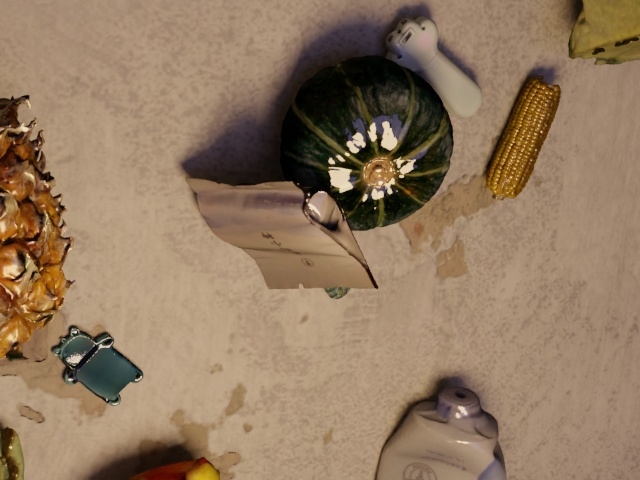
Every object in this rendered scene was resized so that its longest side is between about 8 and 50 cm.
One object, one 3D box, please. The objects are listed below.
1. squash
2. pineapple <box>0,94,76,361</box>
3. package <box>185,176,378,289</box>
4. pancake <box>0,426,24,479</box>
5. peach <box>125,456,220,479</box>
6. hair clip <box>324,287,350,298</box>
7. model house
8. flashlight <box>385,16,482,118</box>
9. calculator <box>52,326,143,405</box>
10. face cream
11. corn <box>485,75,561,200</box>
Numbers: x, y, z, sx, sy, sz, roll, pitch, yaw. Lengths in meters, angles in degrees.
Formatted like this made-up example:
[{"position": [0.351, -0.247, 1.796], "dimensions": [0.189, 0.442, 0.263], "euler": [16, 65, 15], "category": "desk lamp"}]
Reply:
[{"position": [0.065, -0.134, 1.632], "dimensions": [0.252, 0.165, 0.252], "euler": [-8, 124, -12], "category": "squash"}, {"position": [-0.456, -0.001, 1.318], "dimensions": [0.352, 0.352, 0.300], "euler": [-20, 112, -18], "category": "pineapple"}, {"position": [-0.049, -0.014, 1.614], "dimensions": [0.251, 0.204, 0.062], "euler": [53, 51, -42], "category": "package"}, {"position": [-0.522, 0.430, 1.589], "dimensions": [0.376, 0.197, 0.054], "euler": [-56, 160, -11], "category": "pancake"}, {"position": [-0.227, 0.487, 1.703], "dimensions": [0.281, 0.281, 0.338], "euler": [25, 99, -33], "category": "peach"}, {"position": [0.001, 0.001, 1.736], "dimensions": [0.066, 0.036, 0.229], "euler": [-38, 123, -16], "category": "hair clip"}, {"position": [0.511, -0.420, 1.725], "dimensions": [0.321, 0.261, 0.266], "euler": [-10, 91, -41], "category": "model house"}, {"position": [0.171, -0.253, 1.707], "dimensions": [0.200, 0.047, 0.093], "euler": [38, 92, -36], "category": "flashlight"}, {"position": [-0.324, 0.181, 1.661], "dimensions": [0.094, 0.019, 0.141], "euler": [-46, 122, -2], "category": "calculator"}, {"position": [0.197, 0.448, 1.956], "dimensions": [0.235, 0.137, 0.420], "euler": [14, 107, 12], "category": "face cream"}, {"position": [0.320, -0.159, 1.810], "dimensions": [0.068, 0.068, 0.207], "euler": [17, 101, -31], "category": "corn"}]
